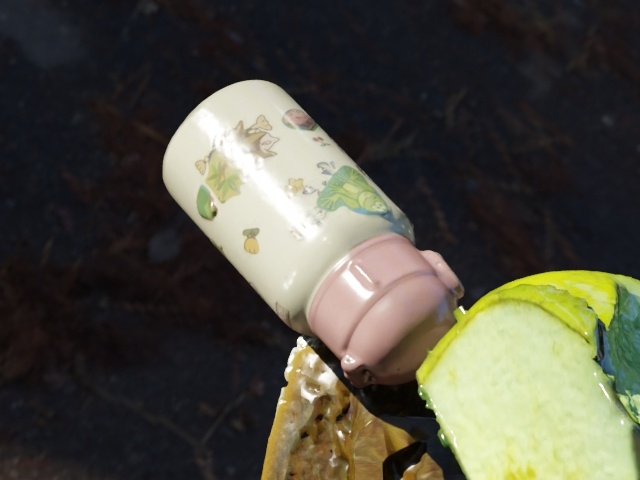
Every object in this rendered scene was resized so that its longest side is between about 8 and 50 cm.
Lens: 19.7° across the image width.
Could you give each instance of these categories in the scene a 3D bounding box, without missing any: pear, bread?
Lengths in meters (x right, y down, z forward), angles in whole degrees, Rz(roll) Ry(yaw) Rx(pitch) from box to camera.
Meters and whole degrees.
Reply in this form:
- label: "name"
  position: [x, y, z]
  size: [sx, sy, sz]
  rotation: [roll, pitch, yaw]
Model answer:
- label: "pear"
  position: [0.226, 0.145, 1.148]
  size: [0.292, 0.159, 0.292]
  rotation: [28, 34, -21]
- label: "bread"
  position: [0.053, 0.186, 1.387]
  size: [0.192, 0.210, 0.110]
  rotation: [12, -1, 19]

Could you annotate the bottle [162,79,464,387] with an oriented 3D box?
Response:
- label: "bottle"
  position: [0.000, 0.000, 1.325]
  size: [0.120, 0.120, 0.253]
  rotation: [-10, 45, -43]
